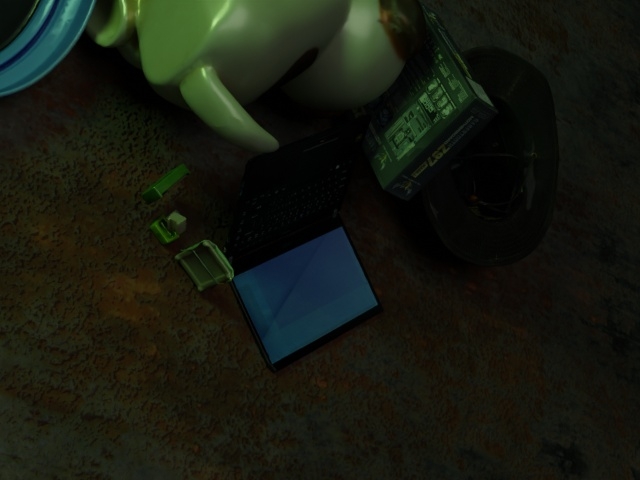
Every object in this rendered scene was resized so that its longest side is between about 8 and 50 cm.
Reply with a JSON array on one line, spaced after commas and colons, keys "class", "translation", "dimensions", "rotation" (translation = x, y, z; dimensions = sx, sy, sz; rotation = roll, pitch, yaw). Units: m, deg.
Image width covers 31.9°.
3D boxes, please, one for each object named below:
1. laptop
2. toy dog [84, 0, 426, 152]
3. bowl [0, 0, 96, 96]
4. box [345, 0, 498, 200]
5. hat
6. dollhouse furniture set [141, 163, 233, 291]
[{"class": "laptop", "translation": [0.000, 0.000, 1.473], "dimensions": [0.136, 0.264, 0.234], "rotation": [38, 41, 25]}, {"class": "toy dog", "translation": [-0.047, -0.290, 1.426], "dimensions": [0.408, 0.284, 0.395], "rotation": [3, 48, -49]}, {"class": "bowl", "translation": [-0.401, -0.347, 1.206], "dimensions": [0.391, 0.077, 0.391], "rotation": [-15, 109, -50]}, {"class": "box", "translation": [0.125, -0.199, 1.566], "dimensions": [0.059, 0.183, 0.233], "rotation": [23, 31, -41]}, {"class": "hat", "translation": [0.228, -0.127, 1.719], "dimensions": [0.331, 0.134, 0.331], "rotation": [-2, 94, -36]}, {"class": "dollhouse furniture set", "translation": [-0.155, -0.014, 1.389], "dimensions": [0.152, 0.076, 0.058], "rotation": [54, 49, -10]}]
